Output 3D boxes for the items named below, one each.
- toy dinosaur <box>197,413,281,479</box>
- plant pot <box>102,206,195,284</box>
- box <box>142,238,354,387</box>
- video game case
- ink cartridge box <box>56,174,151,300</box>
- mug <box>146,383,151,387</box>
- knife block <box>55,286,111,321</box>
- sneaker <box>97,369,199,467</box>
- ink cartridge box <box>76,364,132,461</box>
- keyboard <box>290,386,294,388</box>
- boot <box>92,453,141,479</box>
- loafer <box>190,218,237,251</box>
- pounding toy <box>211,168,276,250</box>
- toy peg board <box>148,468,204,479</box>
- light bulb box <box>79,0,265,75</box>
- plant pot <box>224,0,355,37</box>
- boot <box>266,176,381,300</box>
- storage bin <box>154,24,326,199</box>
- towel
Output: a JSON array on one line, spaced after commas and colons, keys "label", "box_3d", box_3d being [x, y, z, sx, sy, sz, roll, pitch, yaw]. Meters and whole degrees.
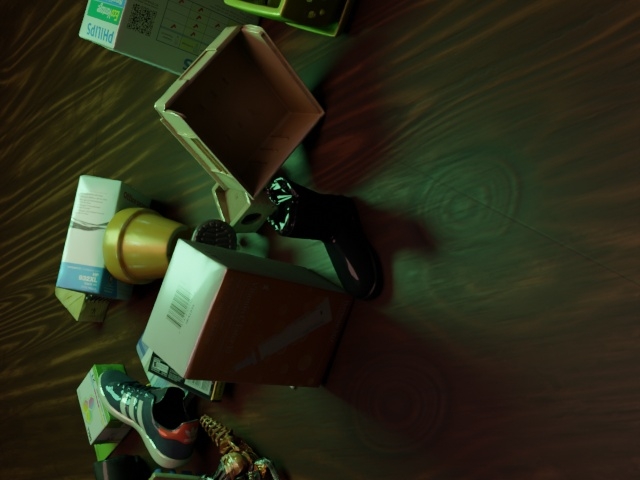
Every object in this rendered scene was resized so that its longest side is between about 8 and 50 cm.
[{"label": "toy dinosaur", "box_3d": [-0.186, 0.533, 1.558, 0.218, 0.164, 0.322, -45, 34, 13]}, {"label": "plant pot", "box_3d": [-0.427, 0.018, 1.845, 0.188, 0.205, 0.205, 4, 85, 31]}, {"label": "box", "box_3d": [-0.133, 0.150, 1.381, 0.168, 0.345, 0.215, 26, 98, 44]}, {"label": "video game case", "box_3d": [-0.310, 0.239, 1.743, 0.275, 0.035, 0.248, 11, 86, 43]}, {"label": "ink cartridge box", "box_3d": [-0.589, -0.001, 1.946, 0.129, 0.223, 0.307, 8, 81, 9]}, {"label": "mug", "box_3d": [-0.467, 0.425, 1.898, 0.064, 0.062, 0.078, -18, 77, 35]}, {"label": "knife block", "box_3d": [-0.702, 0.116, 2.175, 0.275, 0.088, 0.242, 31, 104, 45]}, {"label": "sneaker", "box_3d": [-0.420, 0.399, 1.756, 0.350, 0.131, 0.148, 33, 110, 29]}, {"label": "ink cartridge box", "box_3d": [-0.641, 0.508, 2.036, 0.255, 0.097, 0.189, -49, 52, 27]}, {"label": "keyboard", "box_3d": [-0.126, 0.245, 1.612, 0.256, 0.014, 0.072, 29, 109, 45]}, {"label": "boot", "box_3d": [-0.477, 0.746, 1.707, 0.367, 0.146, 0.445, 126, 140, -65]}, {"label": "loafer", "box_3d": [-0.264, 0.125, 1.632, 0.130, 0.133, 0.366, -141, 65, -73]}, {"label": "pounding toy", "box_3d": [-0.184, -0.059, 1.673, 0.206, 0.094, 0.181, -45, 58, 43]}, {"label": "toy peg board", "box_3d": [-0.356, 0.604, 1.688, 0.161, 0.161, 0.079, -64, 31, 17]}, {"label": "light bulb box", "box_3d": [-0.346, -0.601, 1.739, 0.225, 0.358, 0.361, 30, 104, 47]}, {"label": "plant pot", "box_3d": [-0.040, -0.572, 1.525, 0.228, 0.207, 0.227, 31, 105, 45]}, {"label": "boot", "box_3d": [0.000, 0.000, 1.381, 0.094, 0.207, 0.246, -36, 59, 36]}, {"label": "storage bin", "box_3d": [-0.169, -0.276, 1.501, 0.123, 0.260, 0.262, 16, 63, 51]}, {"label": "towel", "box_3d": [-0.394, 0.312, 1.860, 0.209, 0.034, 0.285, -56, 48, 23]}]
